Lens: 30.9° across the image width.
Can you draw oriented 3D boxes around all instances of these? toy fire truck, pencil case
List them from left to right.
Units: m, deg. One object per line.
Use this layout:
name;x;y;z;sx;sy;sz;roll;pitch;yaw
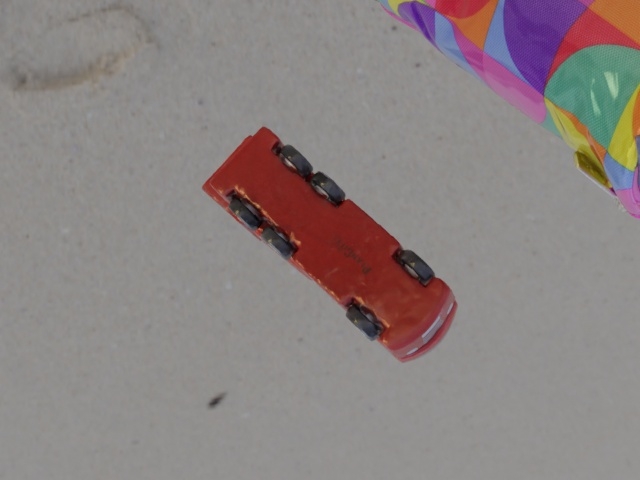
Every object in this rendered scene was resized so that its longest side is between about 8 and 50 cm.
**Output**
toy fire truck;0.000;0.000;0.640;0.047;0.192;0.135;-47;159;-3
pencil case;0.103;-0.102;0.527;0.104;0.236;0.104;-23;139;-21
